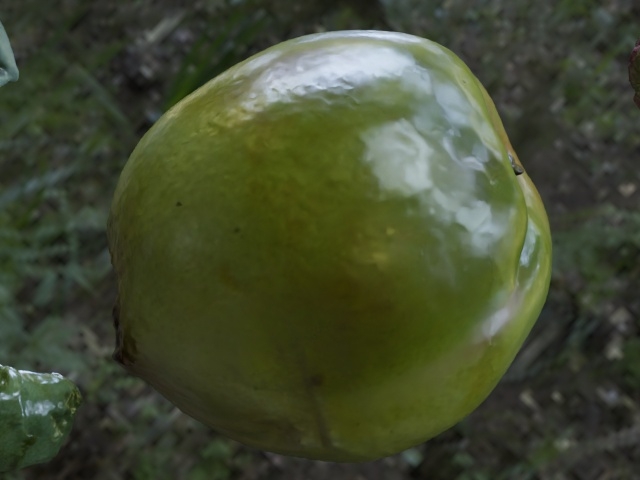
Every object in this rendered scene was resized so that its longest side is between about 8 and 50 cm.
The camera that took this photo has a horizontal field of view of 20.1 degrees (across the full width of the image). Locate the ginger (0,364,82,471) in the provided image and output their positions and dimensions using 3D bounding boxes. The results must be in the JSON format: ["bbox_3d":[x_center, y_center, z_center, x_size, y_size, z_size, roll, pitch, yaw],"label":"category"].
[{"bbox_3d":[-0.312,0.167,1.298,0.137,0.290,0.089,55,1,-36],"label":"ginger"}]

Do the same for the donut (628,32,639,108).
[{"bbox_3d":[0.216,-0.083,0.926,0.166,0.108,0.065,50,22,-63],"label":"donut"}]

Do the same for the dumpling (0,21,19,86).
[{"bbox_3d":[-0.329,-0.191,1.432,0.217,0.105,0.149,39,16,-46],"label":"dumpling"}]

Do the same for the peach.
[{"bbox_3d":[0.006,-0.005,1.316,0.314,0.316,0.281,-87,165,-50],"label":"peach"}]
